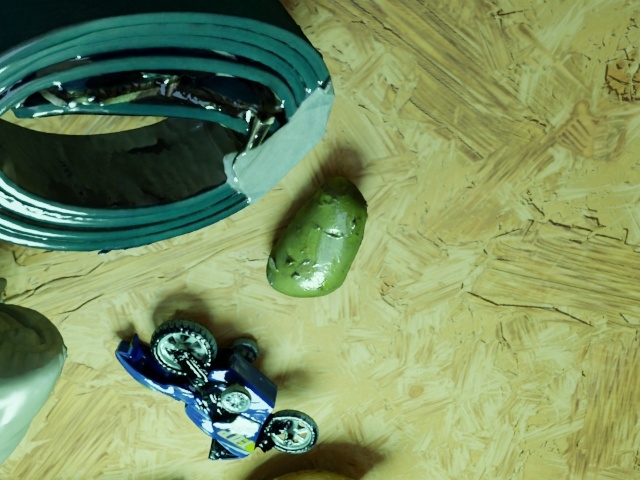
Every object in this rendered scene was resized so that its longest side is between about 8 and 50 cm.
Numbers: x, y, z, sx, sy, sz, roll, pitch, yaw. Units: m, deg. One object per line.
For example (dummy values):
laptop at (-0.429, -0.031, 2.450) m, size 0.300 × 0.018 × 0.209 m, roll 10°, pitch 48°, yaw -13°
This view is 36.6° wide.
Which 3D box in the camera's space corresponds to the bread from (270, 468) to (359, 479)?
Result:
bread at (-0.055, 0.470, 1.547) m, size 0.314 × 0.171 × 0.192 m, roll -41°, pitch 121°, yaw 18°

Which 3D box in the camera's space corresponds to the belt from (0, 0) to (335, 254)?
belt at (-0.199, -0.144, 0.994) m, size 0.436 × 0.173 × 0.300 m, roll -5°, pitch 137°, yaw -32°

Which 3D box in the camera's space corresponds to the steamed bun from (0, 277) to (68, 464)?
steamed bun at (-0.485, 0.190, 1.156) m, size 0.324 × 0.309 × 0.219 m, roll -19°, pitch 127°, yaw -39°

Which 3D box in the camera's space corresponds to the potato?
potato at (0.000, 0.000, 1.270) m, size 0.105 × 0.085 × 0.188 m, roll 26°, pitch 116°, yaw -2°

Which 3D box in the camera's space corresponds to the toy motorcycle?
toy motorcycle at (-0.150, 0.229, 1.393) m, size 0.169 × 0.113 × 0.315 m, roll -34°, pitch 116°, yaw 25°
